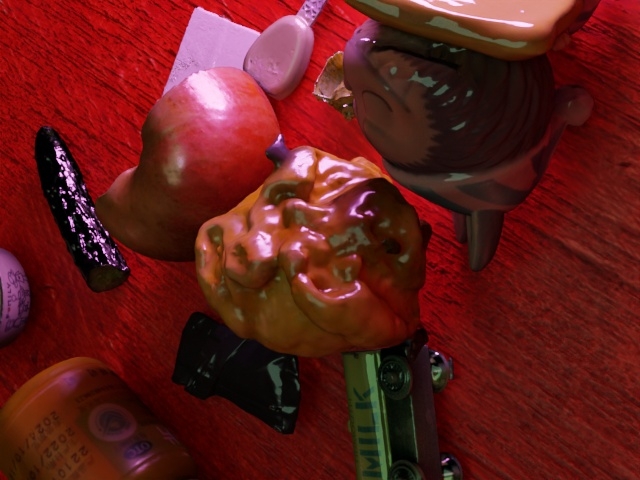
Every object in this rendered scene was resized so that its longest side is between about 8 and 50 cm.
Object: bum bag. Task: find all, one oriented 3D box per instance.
[{"bbox_3d":[-0.120,0.190,1.411,0.248,0.060,0.123,18,97,32],"label":"bum bag"}]

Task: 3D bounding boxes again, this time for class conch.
[{"bbox_3d":[0.032,-0.213,1.316,0.089,0.074,0.121,-2,64,-2],"label":"conch"}]

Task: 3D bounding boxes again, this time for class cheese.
[{"bbox_3d":[-0.034,-0.299,1.379,0.097,0.037,0.192,44,111,21],"label":"cheese"}]

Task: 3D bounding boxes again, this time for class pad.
[{"bbox_3d":[-0.178,-0.231,1.483,0.156,0.004,0.232,30,104,28],"label":"pad"}]

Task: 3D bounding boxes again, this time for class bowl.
[{"bbox_3d":[-0.575,0.099,1.653,0.211,0.112,0.211,0,89,32],"label":"bowl"}]

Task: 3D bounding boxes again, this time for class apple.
[{"bbox_3d":[-0.151,-0.076,1.335,0.163,0.251,0.293,46,117,18],"label":"apple"}]

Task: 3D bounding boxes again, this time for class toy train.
[{"bbox_3d":[0.094,0.244,1.268,0.157,0.105,0.253,-11,84,44],"label":"toy train"}]

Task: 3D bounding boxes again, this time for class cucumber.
[{"bbox_3d":[-0.404,-0.055,1.576,0.081,0.072,0.303,-40,69,26],"label":"cucumber"}]

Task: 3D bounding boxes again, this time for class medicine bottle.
[{"bbox_3d":[-0.294,0.369,1.415,0.384,0.224,0.224,41,109,26],"label":"medicine bottle"}]

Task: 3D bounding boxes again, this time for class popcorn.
[{"bbox_3d":[0.000,0.000,1.191,0.316,0.297,0.281,-3,122,43],"label":"popcorn"}]

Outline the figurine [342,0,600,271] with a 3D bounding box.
[{"bbox_3d":[0.185,-0.171,1.168,0.266,0.361,0.378,35,140,30],"label":"figurine"}]
